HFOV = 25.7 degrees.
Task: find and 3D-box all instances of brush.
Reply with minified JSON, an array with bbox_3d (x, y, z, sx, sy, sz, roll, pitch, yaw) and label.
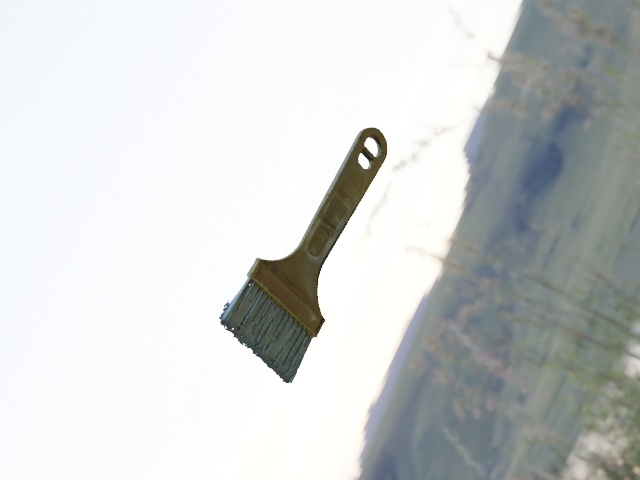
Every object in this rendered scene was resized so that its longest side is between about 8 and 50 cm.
[{"bbox_3d":[0.000,0.000,1.093,0.010,0.082,0.218,-4,49,53],"label":"brush"}]
